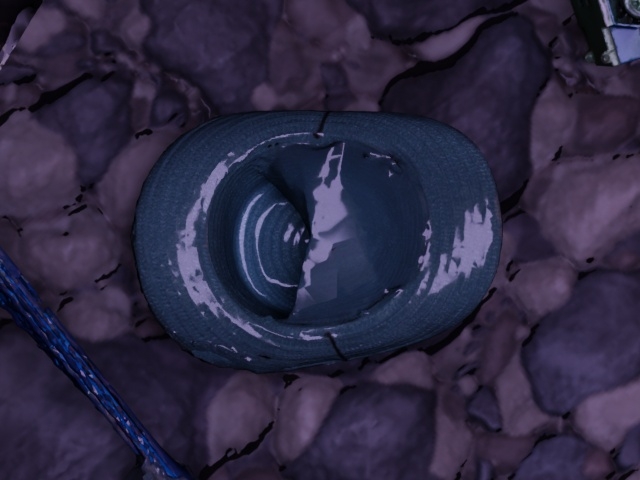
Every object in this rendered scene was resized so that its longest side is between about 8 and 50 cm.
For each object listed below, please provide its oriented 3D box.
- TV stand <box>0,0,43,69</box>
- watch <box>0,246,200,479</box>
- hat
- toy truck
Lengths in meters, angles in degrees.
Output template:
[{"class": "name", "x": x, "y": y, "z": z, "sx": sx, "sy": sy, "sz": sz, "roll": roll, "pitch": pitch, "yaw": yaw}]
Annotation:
[{"class": "TV stand", "x": -0.187, "y": -0.080, "z": 1.013, "sx": 0.036, "sy": 0.042, "sz": 0.249, "roll": 32, "pitch": 83, "yaw": -9}, {"class": "watch", "x": -0.179, "y": 0.086, "z": 0.982, "sx": 0.275, "sy": 0.068, "sz": 0.276, "roll": 24, "pitch": 92, "yaw": -17}, {"class": "hat", "x": 0.000, "y": 0.000, "z": 1.043, "sx": 0.191, "sy": 0.078, "sz": 0.138, "roll": -3, "pitch": 82, "yaw": 5}, {"class": "toy truck", "x": 0.121, "y": -0.173, "z": 1.078, "sx": 0.081, "sy": 0.067, "sz": 0.175, "roll": -20, "pitch": 98, "yaw": -7}]
